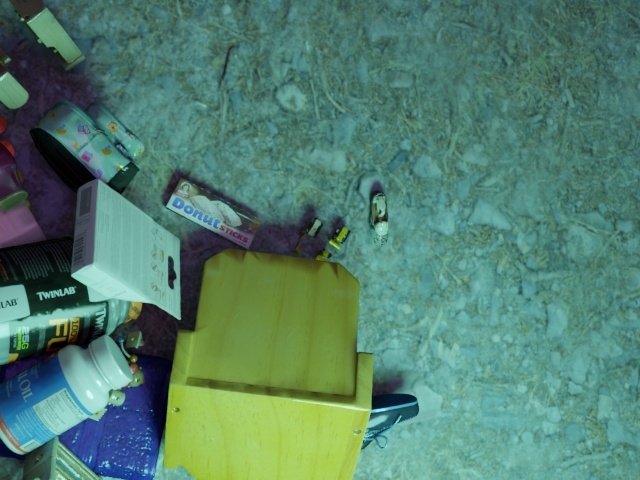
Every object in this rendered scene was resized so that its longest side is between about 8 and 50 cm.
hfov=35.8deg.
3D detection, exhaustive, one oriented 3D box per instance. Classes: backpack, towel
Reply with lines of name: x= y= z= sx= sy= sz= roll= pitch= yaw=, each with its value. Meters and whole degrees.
backpack: x=-0.417 y=-0.167 z=1.767 sx=0.188 sy=0.166 sz=0.144 roll=38 pitch=74 yaw=-16
towel: x=-0.430 y=0.300 z=1.787 sx=0.308 sy=0.076 sz=0.228 roll=14 pitch=75 yaw=-16

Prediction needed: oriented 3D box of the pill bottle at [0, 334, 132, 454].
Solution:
pill bottle: x=-0.432 y=0.251 z=1.657 sx=0.221 sy=0.124 sz=0.124 roll=-31 pitch=96 yaw=-3

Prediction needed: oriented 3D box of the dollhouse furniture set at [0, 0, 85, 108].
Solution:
dollhouse furniture set: x=-0.564 y=-0.320 z=1.736 sx=0.242 sy=0.161 sz=0.212 roll=-38 pitch=69 yaw=-4

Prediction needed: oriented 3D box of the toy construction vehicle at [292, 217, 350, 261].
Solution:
toy construction vehicle: x=0.000 y=0.000 z=1.963 sx=0.086 sy=0.035 sz=0.098 roll=34 pitch=80 yaw=-24

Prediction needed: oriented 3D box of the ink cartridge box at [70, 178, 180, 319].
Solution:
ink cartridge box: x=-0.329 y=0.025 z=1.701 sx=0.224 sy=0.056 sz=0.181 roll=43 pitch=32 yaw=-47

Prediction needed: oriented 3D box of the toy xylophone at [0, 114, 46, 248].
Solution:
toy xylophone: x=-0.627 y=-0.076 z=1.738 sx=0.236 sy=0.081 sz=0.323 roll=-22 pitch=93 yaw=-18

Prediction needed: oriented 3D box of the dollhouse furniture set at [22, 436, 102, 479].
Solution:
dollhouse furniture set: x=-0.482 y=0.455 z=1.678 sx=0.183 sy=0.129 sz=0.129 roll=-36 pitch=116 yaw=6

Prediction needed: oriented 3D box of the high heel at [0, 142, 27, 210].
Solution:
high heel: x=-0.623 y=-0.075 z=1.666 sx=0.244 sy=0.082 sz=0.117 roll=-29 pitch=74 yaw=-7

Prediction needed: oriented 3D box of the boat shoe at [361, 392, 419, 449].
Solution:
boat shoe: x=0.069 y=0.364 z=1.935 sx=0.258 sy=0.109 sz=0.089 roll=-13 pitch=98 yaw=-2

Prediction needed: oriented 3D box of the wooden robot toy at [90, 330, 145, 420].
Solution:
wooden robot toy: x=-0.340 y=0.246 z=1.749 sx=0.079 sy=0.076 sz=0.173 roll=36 pitch=79 yaw=-43

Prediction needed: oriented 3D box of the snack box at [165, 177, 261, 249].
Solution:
snack box: x=-0.204 y=-0.050 z=1.903 sx=0.178 sy=0.022 sz=0.064 roll=28 pitch=80 yaw=-14

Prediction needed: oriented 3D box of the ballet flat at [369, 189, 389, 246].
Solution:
ballet flat: x=0.120 y=-0.045 z=1.997 sx=0.041 sy=0.041 sz=0.114 roll=-4 pitch=88 yaw=-18

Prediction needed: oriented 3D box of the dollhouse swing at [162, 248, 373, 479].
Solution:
dollhouse swing: x=-0.095 y=0.239 z=1.842 sx=0.346 sy=0.305 sz=0.315 roll=7 pitch=128 yaw=-5

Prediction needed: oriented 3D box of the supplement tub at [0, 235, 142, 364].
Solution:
supplement tub: x=-0.479 y=0.098 z=1.695 sx=0.316 sy=0.193 sz=0.194 roll=-12 pitch=90 yaw=-34
